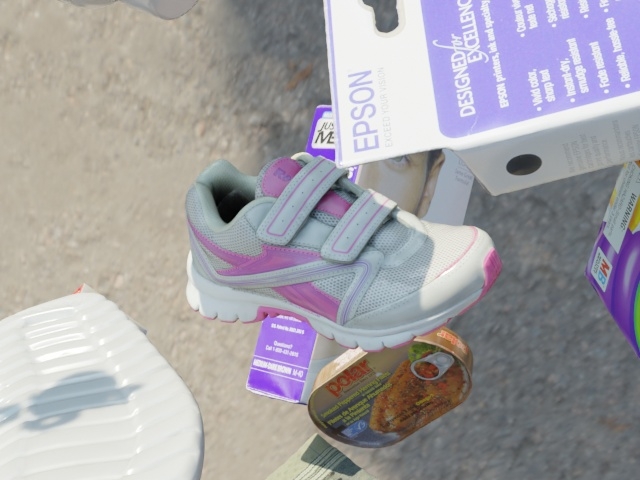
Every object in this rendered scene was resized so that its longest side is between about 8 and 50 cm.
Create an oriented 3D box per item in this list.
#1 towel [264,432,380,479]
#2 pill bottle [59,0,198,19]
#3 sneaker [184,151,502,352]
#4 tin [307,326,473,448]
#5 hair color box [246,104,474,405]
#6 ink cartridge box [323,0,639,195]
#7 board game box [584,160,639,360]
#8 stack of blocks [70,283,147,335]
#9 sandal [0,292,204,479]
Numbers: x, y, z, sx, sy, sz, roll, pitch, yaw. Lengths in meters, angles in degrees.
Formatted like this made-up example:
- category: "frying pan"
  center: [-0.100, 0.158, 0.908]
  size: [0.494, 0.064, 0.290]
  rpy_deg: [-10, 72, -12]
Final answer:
- category: "towel"
  center: [-0.034, 0.374, 1.350]
  size: [0.324, 0.312, 0.056]
  rpy_deg: [-42, 118, -13]
- category: "pill bottle"
  center: [-0.151, -0.197, 0.744]
  size: [0.180, 0.108, 0.108]
  rpy_deg: [25, 64, 18]
- category: "sneaker"
  center: [0.000, 0.000, 0.871]
  size: [0.252, 0.111, 0.103]
  rpy_deg: [3, 36, 29]
- category: "tin"
  center: [0.066, 0.138, 1.216]
  size: [0.106, 0.190, 0.040]
  rpy_deg: [33, 43, -21]
- category: "hair color box"
  center: [0.053, 0.031, 1.456]
  size: [0.185, 0.110, 0.338]
  rpy_deg: [18, 82, -39]
- category: "ink cartridge box"
  center: [0.105, -0.117, 0.560]
  size: [0.208, 0.045, 0.206]
  rpy_deg: [-12, 49, 11]
- category: "board game box"
  center: [0.250, 0.042, 0.569]
  size: [0.144, 0.142, 0.275]
  rpy_deg: [4, 32, -15]
- category: "stack of blocks"
  center: [-0.318, 0.195, 1.297]
  size: [0.087, 0.297, 0.171]
  rpy_deg: [40, 31, -20]
- category: "sandal"
  center: [-0.173, 0.156, 0.980]
  size: [0.169, 0.416, 0.102]
  rpy_deg: [-18, 115, -6]
